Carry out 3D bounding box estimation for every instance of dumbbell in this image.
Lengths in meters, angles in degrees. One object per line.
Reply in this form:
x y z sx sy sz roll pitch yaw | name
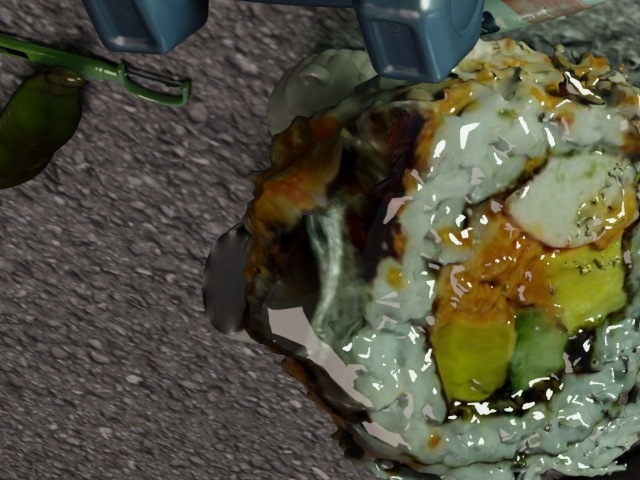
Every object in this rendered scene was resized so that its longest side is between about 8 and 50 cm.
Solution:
-0.032 -0.212 1.357 0.316 0.156 0.143 8 177 20 | dumbbell

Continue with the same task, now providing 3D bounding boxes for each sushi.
0.141 0.024 1.453 0.417 0.417 0.176 36 -172 -25 | sushi

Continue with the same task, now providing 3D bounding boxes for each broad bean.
-0.294 -0.109 1.751 0.077 0.061 0.339 17 153 -22 | broad bean

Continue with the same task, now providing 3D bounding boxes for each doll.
0.033 -0.073 1.578 0.138 0.119 0.293 24 160 30 | doll

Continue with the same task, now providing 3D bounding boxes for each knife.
-0.225 -0.163 1.673 0.212 0.015 0.054 15 157 7 | knife

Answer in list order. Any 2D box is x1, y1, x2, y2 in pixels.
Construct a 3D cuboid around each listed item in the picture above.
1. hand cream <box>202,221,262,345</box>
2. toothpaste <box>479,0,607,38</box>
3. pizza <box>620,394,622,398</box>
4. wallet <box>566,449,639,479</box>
0.053 0.072 1.722 0.359 0.118 0.185 16 175 -36 | hand cream
0.152 -0.188 1.393 0.205 0.036 0.056 -9 138 46 | toothpaste
0.204 0.196 1.923 0.336 0.086 0.226 -8 141 37 | pizza
0.388 0.315 2.044 0.170 0.044 0.321 31 147 -14 | wallet
